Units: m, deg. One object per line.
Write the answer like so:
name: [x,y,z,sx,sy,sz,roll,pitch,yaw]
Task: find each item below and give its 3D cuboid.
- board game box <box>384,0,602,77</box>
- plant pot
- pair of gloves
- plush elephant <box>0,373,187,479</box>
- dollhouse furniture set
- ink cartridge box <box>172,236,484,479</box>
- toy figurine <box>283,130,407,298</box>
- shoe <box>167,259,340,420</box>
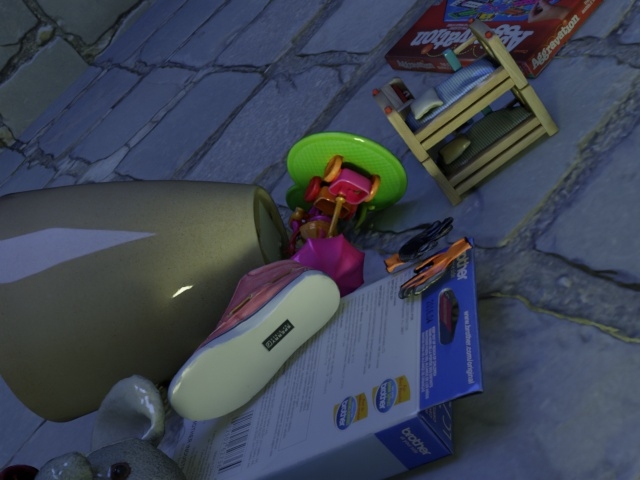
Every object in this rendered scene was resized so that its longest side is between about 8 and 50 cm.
board game box: [0.204,-0.262,1.142,0.145,0.027,0.281,-49,30,-12]
plant pot: [-0.176,0.036,0.995,0.274,0.256,0.256,-16,34,13]
pair of gloves: [0.090,0.014,0.790,0.074,0.010,0.083,-38,23,8]
plush elephant: [-0.201,0.235,0.675,0.255,0.330,0.272,-40,61,1]
dollhouse furniture set: [0.130,-0.155,0.975,0.129,0.129,0.184,-36,29,8]
ink cartridge box: [0.010,0.130,0.793,0.311,0.065,0.186,-29,28,25]
toy figurine: [0.000,0.000,0.958,0.173,0.130,0.159,-40,29,53]
shoe: [-0.067,0.085,0.834,0.178,0.063,0.081,-40,24,-12]
